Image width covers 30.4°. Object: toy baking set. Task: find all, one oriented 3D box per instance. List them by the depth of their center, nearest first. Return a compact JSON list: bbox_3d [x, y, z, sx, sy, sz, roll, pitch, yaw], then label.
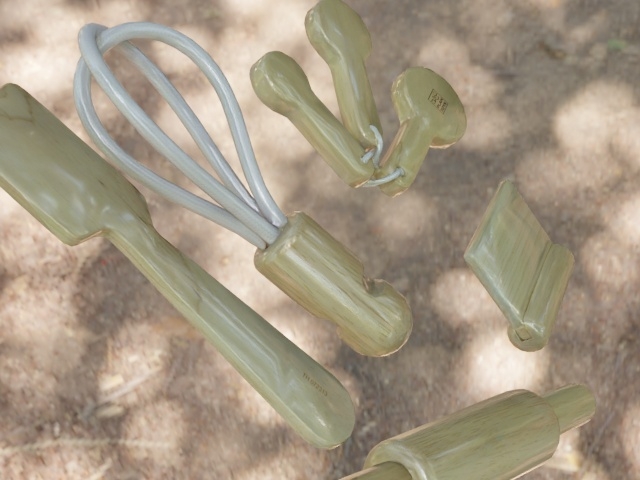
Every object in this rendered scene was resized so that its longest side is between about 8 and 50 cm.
[{"bbox_3d":[0.004,0.006,0.408,0.256,0.030,0.197,-16,74,-50],"label":"toy baking set"}]
